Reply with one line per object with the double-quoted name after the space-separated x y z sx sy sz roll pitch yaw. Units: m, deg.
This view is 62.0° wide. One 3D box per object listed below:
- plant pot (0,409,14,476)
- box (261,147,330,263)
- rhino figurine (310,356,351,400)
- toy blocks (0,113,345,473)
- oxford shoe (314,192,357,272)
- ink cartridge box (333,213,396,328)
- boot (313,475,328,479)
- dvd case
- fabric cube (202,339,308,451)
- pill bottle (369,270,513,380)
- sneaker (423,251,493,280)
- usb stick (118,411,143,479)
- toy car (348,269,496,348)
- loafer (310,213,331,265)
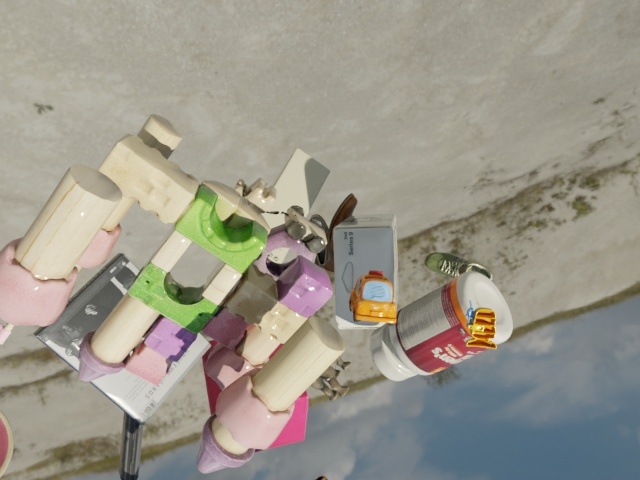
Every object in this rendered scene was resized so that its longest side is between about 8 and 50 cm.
-0.519 0.298 0.709 0.180 0.201 0.201 -32 175 25 "plant pot"
-0.085 -0.054 1.115 0.113 0.094 0.275 -42 -163 57 "box"
0.011 0.265 1.203 0.073 0.106 0.243 -50 -174 14 "rhino figurine"
-0.164 0.063 0.563 0.260 0.288 0.309 -49 -161 17 "toy blocks"
0.058 -0.016 1.352 0.076 0.212 0.076 26 -161 19 "oxford shoe"
0.108 0.058 1.177 0.121 0.211 0.289 -2 -172 10 "ink cartridge box"
0.074 0.808 1.547 0.096 0.280 0.264 -52 170 -27 "boot"
-0.319 0.167 0.895 0.029 0.239 0.179 4 -133 51 "dvd case"
-0.195 0.437 1.539 0.258 0.259 0.254 -9 135 -14 "fabric cube"
0.192 0.150 0.884 0.221 0.121 0.121 -39 168 38 "pill bottle"
0.384 0.076 1.461 0.192 0.064 0.086 17 -179 3 "sneaker"
-0.414 0.414 1.176 0.045 0.278 0.077 1 -158 -28 "usb stick"
0.080 0.050 0.428 0.121 0.041 0.060 8 -172 14 "toy car"
0.000 0.000 1.281 0.045 0.125 0.039 -8 -163 16 "loafer"
